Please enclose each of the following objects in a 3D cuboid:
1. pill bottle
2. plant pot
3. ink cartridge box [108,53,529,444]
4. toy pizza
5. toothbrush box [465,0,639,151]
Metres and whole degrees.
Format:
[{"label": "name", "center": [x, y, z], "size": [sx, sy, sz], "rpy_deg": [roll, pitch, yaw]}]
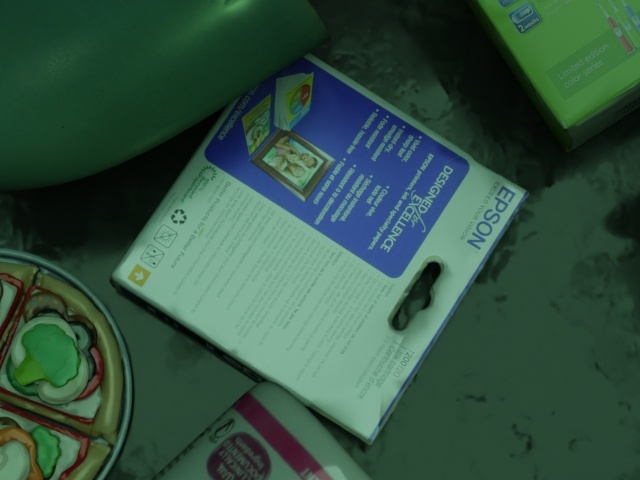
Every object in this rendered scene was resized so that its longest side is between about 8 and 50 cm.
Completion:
[{"label": "pill bottle", "center": [-0.083, 0.235, 1.009], "size": [0.283, 0.160, 0.160], "rpy_deg": [-43, 83, -7]}, {"label": "plant pot", "center": [-0.175, -0.172, 1.031], "size": [0.235, 0.293, 0.293], "rpy_deg": [-37, 82, 3]}, {"label": "ink cartridge box", "center": [0.000, 0.000, 1.112], "size": [0.208, 0.045, 0.206], "rpy_deg": [33, 81, 6]}, {"label": "toy pizza", "center": [-0.227, 0.102, 1.098], "size": [0.201, 0.032, 0.201], "rpy_deg": [0, 79, -1]}, {"label": "toothbrush box", "center": [0.174, -0.235, 1.104], "size": [0.206, 0.122, 0.283], "rpy_deg": [-34, 82, 5]}]
